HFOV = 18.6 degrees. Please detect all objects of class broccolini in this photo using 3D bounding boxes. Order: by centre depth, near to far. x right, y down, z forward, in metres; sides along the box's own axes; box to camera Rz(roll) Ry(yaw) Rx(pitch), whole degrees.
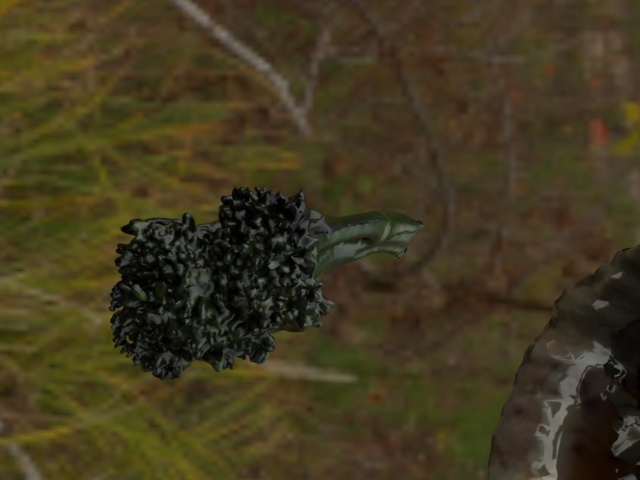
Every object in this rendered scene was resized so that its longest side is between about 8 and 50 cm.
[{"bbox_3d":[0.002,0.013,0.704,0.201,0.074,0.058,0,77,-61],"label":"broccolini"}]

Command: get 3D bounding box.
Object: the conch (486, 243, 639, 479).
[{"bbox_3d":[0.130,0.117,0.599,0.159,0.291,0.210,41,50,-18],"label":"conch"}]
